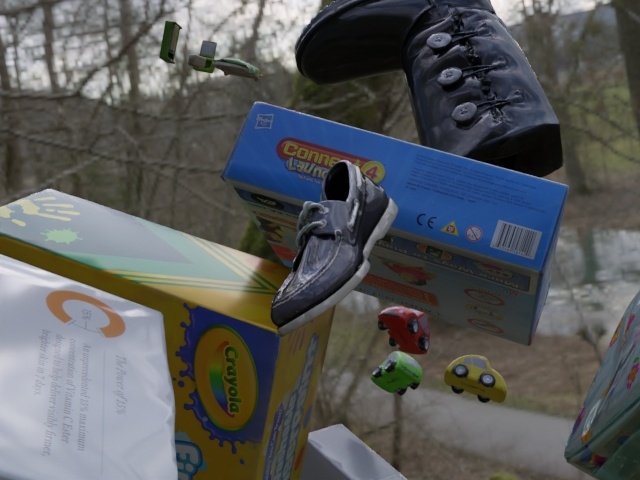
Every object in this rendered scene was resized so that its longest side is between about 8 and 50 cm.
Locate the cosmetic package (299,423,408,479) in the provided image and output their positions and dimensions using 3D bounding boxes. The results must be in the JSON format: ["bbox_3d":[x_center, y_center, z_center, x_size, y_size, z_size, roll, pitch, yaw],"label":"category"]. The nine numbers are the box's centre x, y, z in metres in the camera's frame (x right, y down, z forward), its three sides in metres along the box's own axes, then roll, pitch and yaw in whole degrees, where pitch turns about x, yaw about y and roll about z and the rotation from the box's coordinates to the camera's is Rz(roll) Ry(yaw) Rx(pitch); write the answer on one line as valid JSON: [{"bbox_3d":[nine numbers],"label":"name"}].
[{"bbox_3d":[0.060,0.402,1.466,0.107,0.127,0.238,-3,32,-44],"label":"cosmetic package"}]

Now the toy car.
[{"bbox_3d":[0.154,0.188,1.507,0.225,0.239,0.053,-36,21,56],"label":"toy car"}]

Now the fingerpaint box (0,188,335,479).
[{"bbox_3d":[-0.209,0.210,1.068,0.371,0.444,0.163,17,22,17],"label":"fingerpaint box"}]

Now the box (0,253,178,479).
[{"bbox_3d":[-0.267,0.096,0.500,0.345,0.168,0.215,22,18,-20],"label":"box"}]

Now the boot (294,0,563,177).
[{"bbox_3d":[0.156,-0.233,1.552,0.367,0.445,0.146,-27,-37,17],"label":"boot"}]

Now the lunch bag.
[{"bbox_3d":[0.340,0.124,0.911,0.108,0.224,0.279,26,-32,9],"label":"lunch bag"}]

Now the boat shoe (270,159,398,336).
[{"bbox_3d":[0.000,0.000,0.720,0.075,0.065,0.206,-30,12,30],"label":"boat shoe"}]

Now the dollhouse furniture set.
[{"bbox_3d":[-0.159,-0.283,1.433,0.152,0.058,0.076,12,0,10],"label":"dollhouse furniture set"}]

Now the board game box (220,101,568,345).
[{"bbox_3d":[0.087,-0.006,0.996,0.308,0.086,0.302,17,-14,15],"label":"board game box"}]
